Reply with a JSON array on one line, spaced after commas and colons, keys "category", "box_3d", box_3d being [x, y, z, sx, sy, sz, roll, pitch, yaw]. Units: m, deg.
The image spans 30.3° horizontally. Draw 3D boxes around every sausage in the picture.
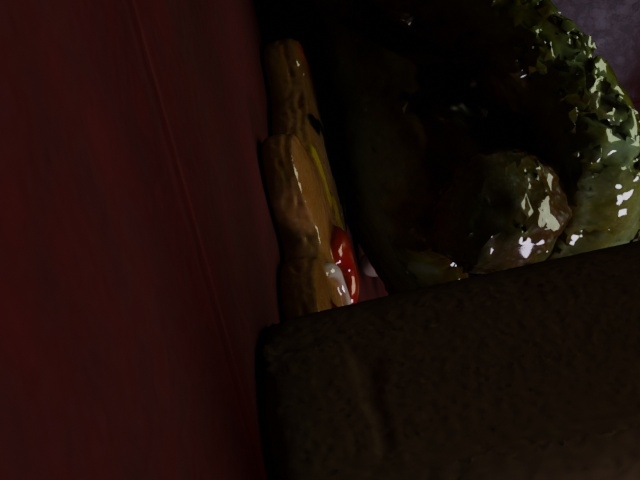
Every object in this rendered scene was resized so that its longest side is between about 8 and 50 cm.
[{"category": "sausage", "box_3d": [0.107, 0.068, 0.518, 0.123, 0.252, 0.123, -13, 90, -89]}]

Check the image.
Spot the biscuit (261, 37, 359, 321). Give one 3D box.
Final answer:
[{"category": "biscuit", "box_3d": [0.001, 0.000, 0.681, 0.250, 0.036, 0.165, -93, 169, -53]}]

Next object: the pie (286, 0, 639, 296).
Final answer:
[{"category": "pie", "box_3d": [0.075, -0.119, 0.870, 0.395, 0.180, 0.418, 80, -12, -67]}]

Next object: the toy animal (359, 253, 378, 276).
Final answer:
[{"category": "toy animal", "box_3d": [0.101, -0.066, 1.202, 0.171, 0.171, 0.198, 58, 20, -74]}]
